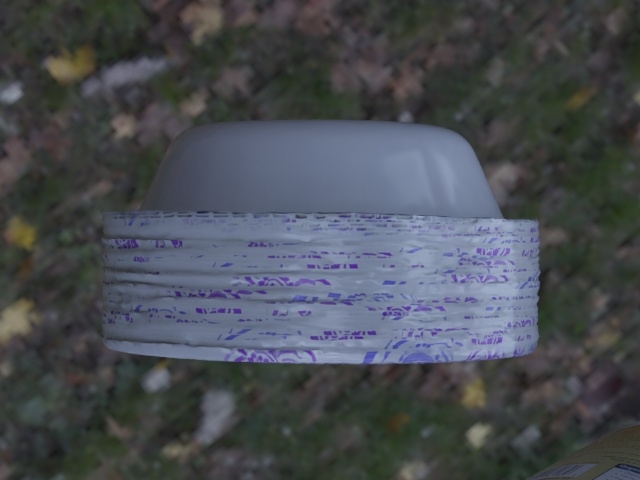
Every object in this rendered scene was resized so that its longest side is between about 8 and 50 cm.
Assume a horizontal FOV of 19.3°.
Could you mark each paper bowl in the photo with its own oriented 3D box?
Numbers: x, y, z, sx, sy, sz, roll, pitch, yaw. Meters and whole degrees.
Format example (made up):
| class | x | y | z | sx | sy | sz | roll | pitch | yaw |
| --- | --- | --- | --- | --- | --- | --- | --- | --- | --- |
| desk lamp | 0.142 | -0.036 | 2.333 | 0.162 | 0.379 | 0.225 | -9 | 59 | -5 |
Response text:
| class | x | y | z | sx | sy | sz | roll | pitch | yaw |
| --- | --- | --- | --- | --- | --- | --- | --- | --- | --- |
| paper bowl | 0.000 | 0.000 | 1.221 | 0.284 | 0.148 | 0.284 | 0 | 179 | 0 |

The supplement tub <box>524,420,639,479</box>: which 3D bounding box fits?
| class | x | y | z | sx | sy | sz | roll | pitch | yaw |
| --- | --- | --- | --- | --- | --- | --- | --- | --- | --- |
| supplement tub | 0.220 | 0.248 | 1.284 | 0.228 | 0.228 | 0.316 | -50 | 161 | 29 |
